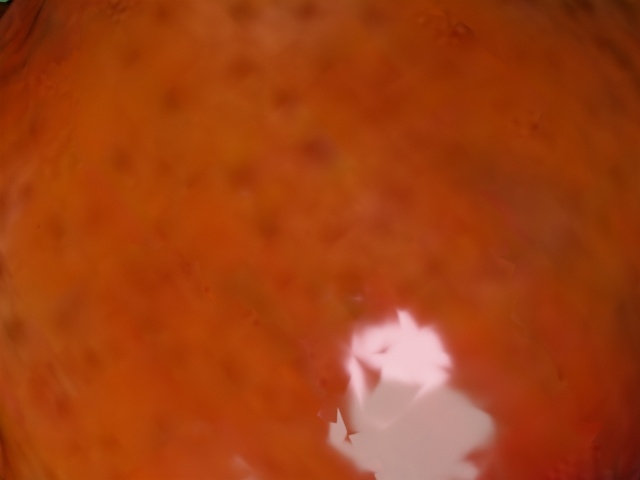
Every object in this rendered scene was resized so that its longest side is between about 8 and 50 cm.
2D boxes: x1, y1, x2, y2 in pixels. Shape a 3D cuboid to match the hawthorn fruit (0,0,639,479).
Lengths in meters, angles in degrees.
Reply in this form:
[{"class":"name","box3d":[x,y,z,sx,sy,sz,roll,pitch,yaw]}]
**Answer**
[{"class":"hawthorn fruit","box3d":[0.000,0.000,1.024,0.472,0.471,0.471,7,137,6]}]
